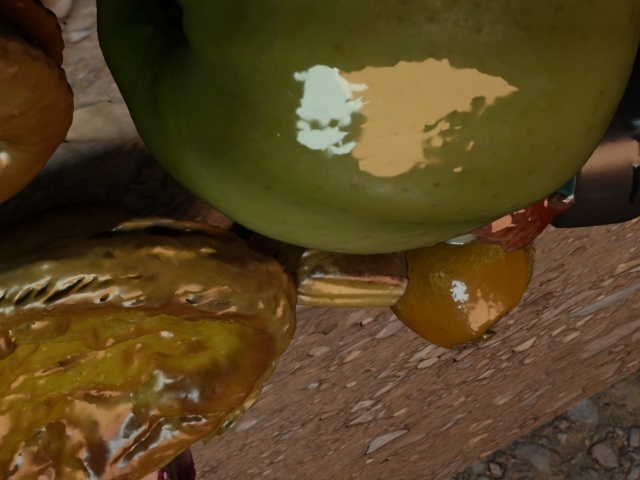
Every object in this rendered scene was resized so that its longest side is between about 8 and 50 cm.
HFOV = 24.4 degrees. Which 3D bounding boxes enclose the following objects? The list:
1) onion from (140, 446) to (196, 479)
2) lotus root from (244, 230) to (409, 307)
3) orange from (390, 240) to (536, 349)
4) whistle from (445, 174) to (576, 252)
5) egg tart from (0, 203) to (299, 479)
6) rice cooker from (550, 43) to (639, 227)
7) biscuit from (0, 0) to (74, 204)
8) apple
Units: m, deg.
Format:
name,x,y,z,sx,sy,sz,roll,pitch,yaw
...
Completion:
name,x,y,z,sx,sy,sz,roll,pitch,yaw
onion,-0.207,0.195,1.295,0.200,0.200,0.207,-32,-170,10
lotus root,-0.003,0.003,1.216,0.135,0.095,0.159,-7,-168,-35
orange,0.134,0.034,1.401,0.156,0.134,0.156,-15,165,-4
whistle,0.115,-0.047,1.157,0.142,0.134,0.346,3,171,2
egg tart,-0.179,0.074,1.063,0.341,0.129,0.341,-20,153,-11
rice cooker,0.222,-0.089,1.203,0.118,0.142,0.203,-12,154,-9
biscuit,-0.235,-0.058,0.774,0.220,0.066,0.220,-22,160,-8
apple,0.024,-0.118,0.742,0.279,0.279,0.279,-25,160,-10
